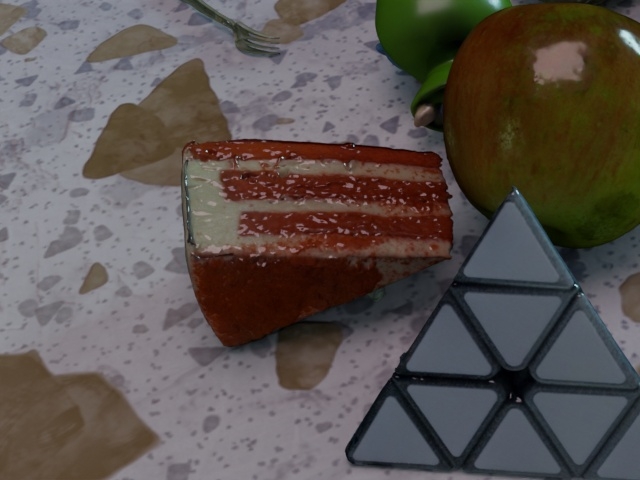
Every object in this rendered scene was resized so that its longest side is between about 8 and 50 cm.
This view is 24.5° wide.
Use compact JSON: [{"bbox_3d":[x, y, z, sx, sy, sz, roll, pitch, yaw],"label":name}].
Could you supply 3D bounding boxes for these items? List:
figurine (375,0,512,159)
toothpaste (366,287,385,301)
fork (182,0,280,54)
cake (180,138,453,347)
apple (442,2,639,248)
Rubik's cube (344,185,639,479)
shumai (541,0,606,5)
[{"bbox_3d":[0.147,-0.207,1.625,0.162,0.143,0.263,-11,55,-4],"label":"figurine"},{"bbox_3d":[0.000,0.000,1.509,0.064,0.041,0.218,-21,40,-25],"label":"toothpaste"},{"bbox_3d":[-0.131,-0.279,1.827,0.028,0.034,0.219,-30,46,-30],"label":"fork"},{"bbox_3d":[-0.009,0.009,1.445,0.262,0.159,0.158,2,49,-9],"label":"cake"},{"bbox_3d":[0.233,-0.109,1.432,0.246,0.246,0.226,8,86,20],"label":"apple"},{"bbox_3d":[0.179,0.093,1.301,0.228,0.229,0.233,9,-11,-31],"label":"Rubik's cube"},{"bbox_3d":[0.300,-0.386,1.781,0.225,0.222,0.261,11,75,-13],"label":"shumai"}]
